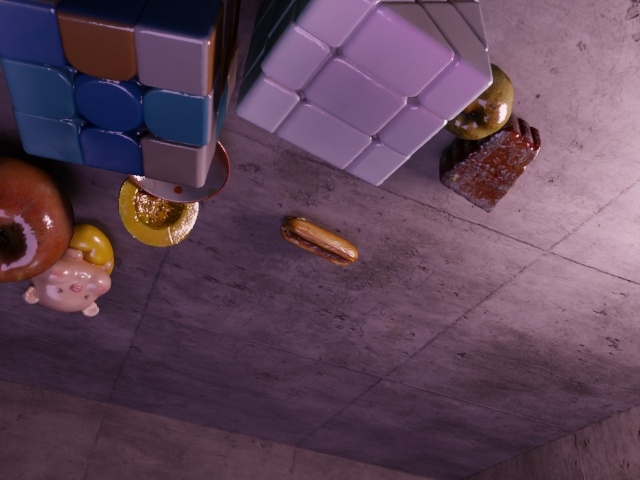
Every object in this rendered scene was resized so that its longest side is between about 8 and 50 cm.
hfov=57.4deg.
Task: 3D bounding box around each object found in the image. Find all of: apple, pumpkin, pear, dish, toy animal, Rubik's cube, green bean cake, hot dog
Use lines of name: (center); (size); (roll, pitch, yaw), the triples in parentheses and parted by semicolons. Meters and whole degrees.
apple: (-0.820, -0.060, 1.534); (0.338, 0.305, 0.338); (-7, 118, -14)
pumpkin: (-0.443, -0.097, 1.548); (0.110, 0.217, 0.217); (11, 156, 49)
pear: (0.320, -0.290, 1.226); (0.167, 0.136, 0.167); (8, 141, 6)
dish: (-0.350, -0.214, 1.445); (0.260, 0.085, 0.260); (0, 136, 0)
toy animal: (-0.779, 0.081, 1.748); (0.277, 0.246, 0.345); (-29, 130, 33)
Rubik's cube: (-0.339, -0.354, 1.068); (0.347, 0.347, 0.344); (9, 140, -5)
Rubik's cube: (0.071, -0.349, 1.041); (0.319, 0.322, 0.316); (24, 137, -23)
green bean cake: (0.410, -0.186, 1.377); (0.198, 0.097, 0.232); (24, 138, -20)
hot dog: (0.000, 0.000, 1.689); (0.249, 0.068, 0.100); (27, 150, -21)
